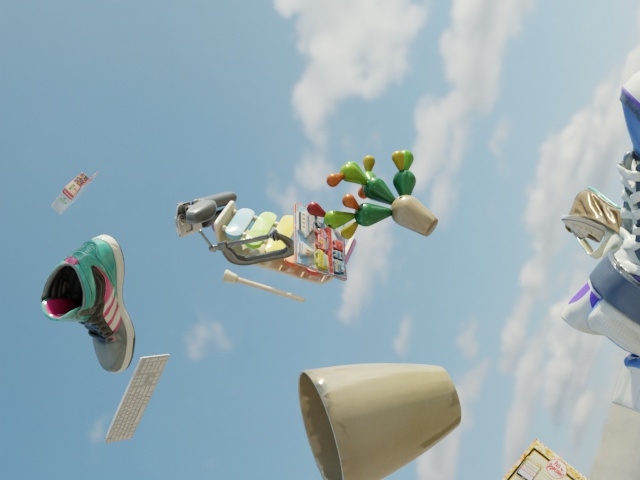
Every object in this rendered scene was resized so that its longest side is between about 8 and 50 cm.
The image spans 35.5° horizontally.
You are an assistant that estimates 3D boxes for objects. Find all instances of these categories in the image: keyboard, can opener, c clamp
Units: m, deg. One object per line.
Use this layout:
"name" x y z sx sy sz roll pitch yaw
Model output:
"keyboard" -0.404 0.349 2.196 0.072 0.014 0.256 3 -55 -40
"can opener" -0.249 -0.064 2.320 0.283 0.095 0.075 -25 -67 -66
"c clamp" -0.126 0.011 1.828 0.137 0.161 0.022 68 -164 -57

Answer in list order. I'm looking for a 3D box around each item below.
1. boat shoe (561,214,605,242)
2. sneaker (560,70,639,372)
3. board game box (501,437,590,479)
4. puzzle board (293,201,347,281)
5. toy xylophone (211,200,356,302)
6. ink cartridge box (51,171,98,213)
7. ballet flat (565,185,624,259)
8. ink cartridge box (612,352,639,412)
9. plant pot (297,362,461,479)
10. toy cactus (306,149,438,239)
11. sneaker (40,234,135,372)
"boat shoe" 0.461 -0.019 1.760 0.100 0.035 0.035 18 -98 -33
"sneaker" 0.353 0.002 1.116 0.322 0.236 0.130 54 -163 -10
"board game box" 0.444 0.527 2.058 0.193 0.147 0.045 -42 -23 -25
"puzzle board" 0.000 0.000 1.626 0.011 0.096 0.128 -46 34 40
"toy xylophone" -0.088 0.024 2.223 0.236 0.323 0.081 -76 -4 -55
"ink cartridge box" -0.498 -0.105 2.027 0.115 0.029 0.063 -41 8 45
"ballet flat" 0.568 -0.012 1.916 0.116 0.342 0.124 35 -86 -22
"ink cartridge box" 0.706 0.224 1.908 0.060 0.239 0.275 18 -90 -35
"plant pot" 0.125 0.341 1.954 0.274 0.256 0.256 -15 -49 -14
"toy cactus" 0.099 -0.059 1.579 0.219 0.180 0.112 -33 -30 -43
"sneaker" -0.472 0.151 2.020 0.178 0.124 0.295 -26 -66 -55
